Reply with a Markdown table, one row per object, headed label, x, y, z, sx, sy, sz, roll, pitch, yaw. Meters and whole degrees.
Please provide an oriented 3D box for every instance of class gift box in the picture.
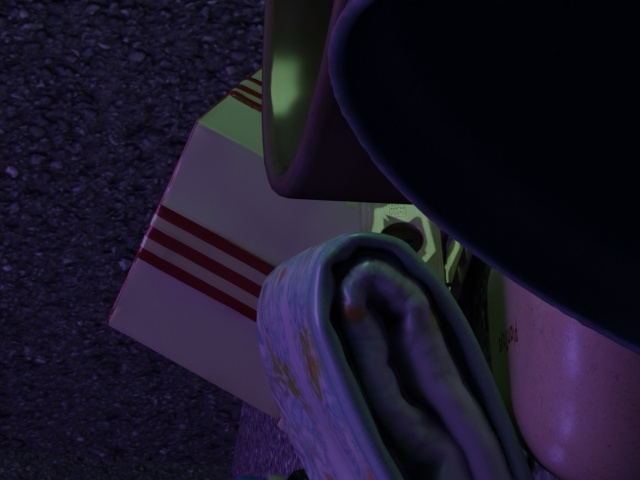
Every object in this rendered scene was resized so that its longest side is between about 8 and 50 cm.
| label | x | y | z | sx | sy | sz | roll | pitch | yaw |
| --- | --- | --- | --- | --- | --- | --- | --- | --- | --- |
| gift box | 0.000 | 0.000 | 1.582 | 0.276 | 0.258 | 0.255 | -63 | -5 | 31 |

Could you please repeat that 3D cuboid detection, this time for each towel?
| label | x | y | z | sx | sy | sz | roll | pitch | yaw |
| --- | --- | --- | --- | --- | --- | --- | --- | --- | --- |
| towel | 0.060 | 0.180 | 1.127 | 0.320 | 0.090 | 0.374 | 154 | 95 | -78 |

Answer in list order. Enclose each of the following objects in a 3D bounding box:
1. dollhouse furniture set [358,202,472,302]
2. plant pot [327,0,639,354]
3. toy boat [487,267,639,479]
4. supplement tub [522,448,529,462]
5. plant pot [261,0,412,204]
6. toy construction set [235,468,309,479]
| label | x | y | z | sx | sy | sz | roll | pitch | yaw |
| --- | --- | --- | --- | --- | --- | --- | --- | --- | --- |
| dollhouse furniture set | 0.118 | 0.054 | 1.327 | 0.182 | 0.161 | 0.101 | 78 | -172 | -51 |
| plant pot | 0.174 | -0.077 | 0.526 | 0.196 | 0.293 | 0.293 | -64 | 2 | -16 |
| toy boat | 0.173 | -0.019 | 0.989 | 0.267 | 0.148 | 0.318 | 122 | 146 | -84 |
| supplement tub | 0.093 | 0.172 | 1.460 | 0.190 | 0.117 | 0.117 | 122 | 152 | -74 |
| plant pot | 0.133 | -0.166 | 0.760 | 0.323 | 0.280 | 0.323 | -175 | 90 | -83 |
| toy construction set | 0.011 | 0.354 | 1.405 | 0.257 | 0.309 | 0.237 | -51 | 32 | 21 |
